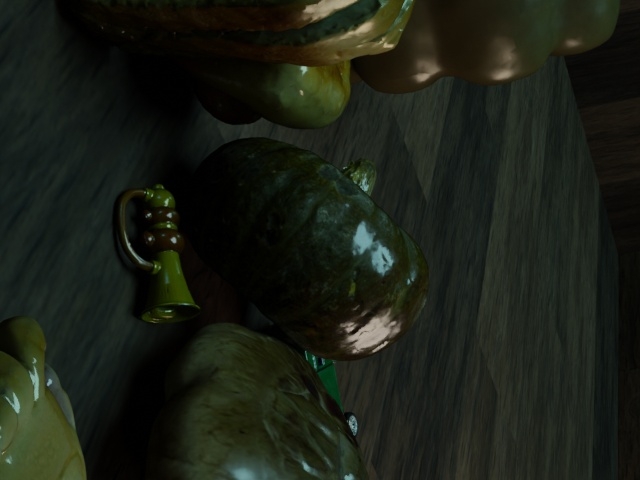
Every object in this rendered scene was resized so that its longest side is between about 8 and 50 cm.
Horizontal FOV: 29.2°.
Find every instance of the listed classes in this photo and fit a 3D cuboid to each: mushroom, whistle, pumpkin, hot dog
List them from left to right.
[{"bbox_3d":[-0.130,0.008,0.944,0.046,0.057,0.109,136,-55,-60],"label":"whistle"},{"bbox_3d":[-0.065,-0.207,1.036,0.150,0.153,0.256,31,51,-58],"label":"hot dog"},{"bbox_3d":[-0.043,0.185,0.916,0.278,0.146,0.278,-17,90,-74],"label":"mushroom"},{"bbox_3d":[0.000,0.000,1.022,0.162,0.219,0.219,-52,146,-6],"label":"pumpkin"}]

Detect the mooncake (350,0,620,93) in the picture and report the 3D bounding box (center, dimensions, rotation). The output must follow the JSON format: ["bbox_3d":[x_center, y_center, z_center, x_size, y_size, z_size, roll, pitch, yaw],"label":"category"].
[{"bbox_3d":[0.151,-0.297,1.357,0.378,0.379,0.200,-67,147,-56],"label":"mooncake"}]

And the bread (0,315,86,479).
[{"bbox_3d":[-0.191,0.145,0.640,0.225,0.081,0.134,-65,145,-60],"label":"bread"}]

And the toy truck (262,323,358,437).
[{"bbox_3d":[-0.013,0.143,1.128,0.079,0.065,0.147,-14,95,-66],"label":"toy truck"}]

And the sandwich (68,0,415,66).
[{"bbox_3d":[-0.042,-0.270,0.923,0.099,0.254,0.288,43,52,-62],"label":"sandwich"}]
